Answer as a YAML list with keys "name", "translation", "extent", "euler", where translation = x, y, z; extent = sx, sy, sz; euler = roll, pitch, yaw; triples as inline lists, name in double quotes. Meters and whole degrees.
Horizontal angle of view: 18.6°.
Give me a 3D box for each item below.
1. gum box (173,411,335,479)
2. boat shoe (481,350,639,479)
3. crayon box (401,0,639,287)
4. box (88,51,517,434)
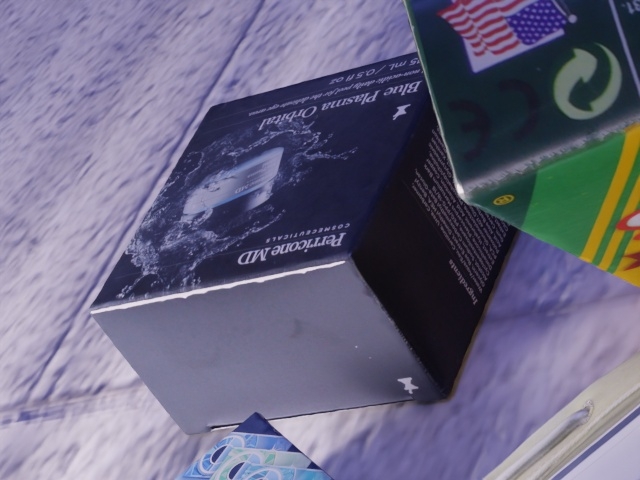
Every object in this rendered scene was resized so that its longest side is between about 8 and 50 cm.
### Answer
- name: "gum box"
  translation: [-0.056, 0.166, 0.787]
  extent: [0.184, 0.041, 0.157]
  euler: [-40, 28, -10]
- name: "boat shoe"
  translation: [0.162, 0.048, 0.676]
  extent: [0.302, 0.109, 0.094]
  euler: [-34, 26, 5]
- name: "crayon box"
  translation: [0.188, -0.053, 0.693]
  extent: [0.202, 0.318, 0.081]
  euler: [-23, 71, 22]
- name: "box"
  translation: [0.000, 0.000, 0.935]
  extent: [0.156, 0.093, 0.158]
  euler: [-12, 36, 35]
